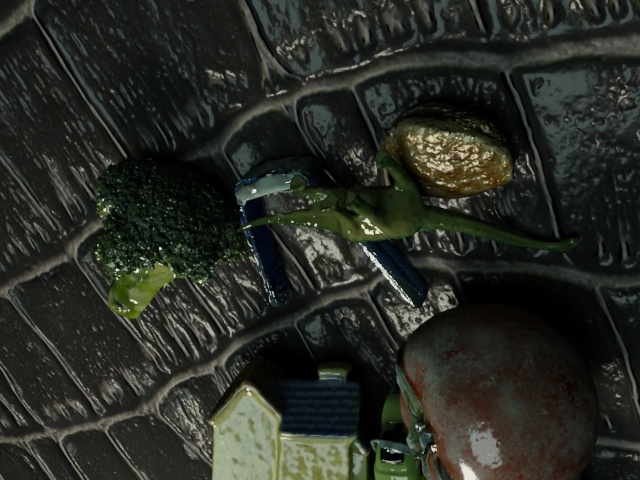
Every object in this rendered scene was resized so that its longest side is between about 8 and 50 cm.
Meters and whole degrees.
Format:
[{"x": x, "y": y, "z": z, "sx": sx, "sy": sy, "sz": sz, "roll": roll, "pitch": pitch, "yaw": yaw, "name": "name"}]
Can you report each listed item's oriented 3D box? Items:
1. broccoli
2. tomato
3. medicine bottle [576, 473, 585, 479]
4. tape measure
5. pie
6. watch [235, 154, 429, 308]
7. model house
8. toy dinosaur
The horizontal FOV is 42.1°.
[{"x": -0.307, "y": 0.014, "z": 1.423, "sx": 0.252, "sy": 0.221, "sz": 0.361, "roll": 23, "pitch": 141, "yaw": -37, "name": "broccoli"}, {"x": 0.252, "y": 0.246, "z": 1.230, "sx": 0.283, "sy": 0.316, "sz": 0.316, "roll": -15, "pitch": 124, "yaw": -12, "name": "tomato"}, {"x": 0.403, "y": 0.412, "z": 1.399, "sx": 0.069, "sy": 0.119, "sz": 0.183, "roll": -15, "pitch": 113, "yaw": 32, "name": "medicine bottle"}, {"x": 0.153, "y": 0.376, "z": 1.456, "sx": 0.106, "sy": 0.175, "sz": 0.200, "roll": 1, "pitch": 124, "yaw": 27, "name": "tape measure"}, {"x": 0.176, "y": -0.120, "z": 1.160, "sx": 0.194, "sy": 0.079, "sz": 0.163, "roll": 13, "pitch": 141, "yaw": 19, "name": "pie"}, {"x": 0.009, "y": -0.006, "z": 1.323, "sx": 0.276, "sy": 0.068, "sz": 0.274, "roll": -3, "pitch": 120, "yaw": 26, "name": "watch"}, {"x": -0.046, "y": 0.346, "z": 1.524, "sx": 0.321, "sy": 0.261, "sz": 0.266, "roll": 0, "pitch": 98, "yaw": 5, "name": "model house"}, {"x": 0.115, "y": -0.023, "z": 1.232, "sx": 0.447, "sy": 0.087, "sz": 0.301, "roll": -10, "pitch": 153, "yaw": 38, "name": "toy dinosaur"}]
